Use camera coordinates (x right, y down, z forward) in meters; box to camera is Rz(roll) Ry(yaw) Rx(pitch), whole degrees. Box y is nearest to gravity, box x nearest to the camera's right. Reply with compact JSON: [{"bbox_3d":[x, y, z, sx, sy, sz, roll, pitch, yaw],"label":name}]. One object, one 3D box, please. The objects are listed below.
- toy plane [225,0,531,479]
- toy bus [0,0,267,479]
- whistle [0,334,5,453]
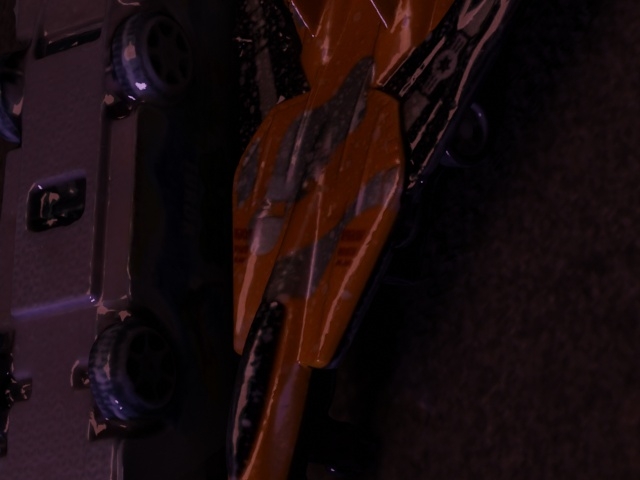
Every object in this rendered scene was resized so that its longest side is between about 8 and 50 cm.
[{"bbox_3d":[0.009,0.002,0.783,0.204,0.103,0.316,2,85,48],"label":"toy plane"},{"bbox_3d":[-0.090,0.002,0.846,0.109,0.136,0.330,-14,66,34],"label":"toy bus"},{"bbox_3d":[-0.183,0.127,0.882,0.093,0.180,0.269,11,115,32],"label":"whistle"}]
